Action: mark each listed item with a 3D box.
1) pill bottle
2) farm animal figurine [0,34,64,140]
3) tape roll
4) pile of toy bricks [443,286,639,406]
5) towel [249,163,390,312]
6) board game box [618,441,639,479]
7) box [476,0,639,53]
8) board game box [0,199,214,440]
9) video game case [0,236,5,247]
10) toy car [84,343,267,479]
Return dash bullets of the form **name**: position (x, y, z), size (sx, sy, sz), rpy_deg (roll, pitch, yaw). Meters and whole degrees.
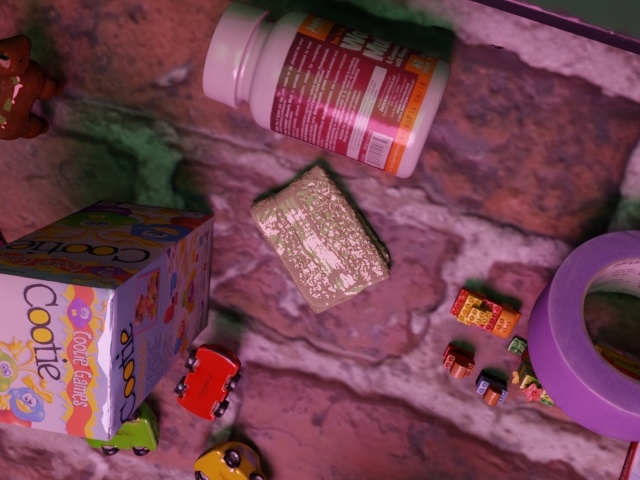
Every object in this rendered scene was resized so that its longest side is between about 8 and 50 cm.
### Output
- **pill bottle**: position (0.005, -0.152, 0.776), size (0.221, 0.121, 0.121), rpy_deg (21, 107, 4)
- **farm animal figurine**: position (-0.452, -0.203, 0.795), size (0.327, 0.172, 0.330), rpy_deg (-38, 92, 10)
- **tape roll**: position (0.301, 0.090, 0.755), size (0.189, 0.080, 0.188), rpy_deg (0, 63, 0)
- **pile of toy bricks**: position (0.228, 0.139, 0.821), size (0.212, 0.105, 0.118), rpy_deg (23, 107, 3)
- **towel**: position (0.000, 0.000, 0.865), size (0.110, 0.027, 0.148), rpy_deg (-31, 97, 15)
- **board game box**: position (0.408, 0.267, 0.865), size (0.145, 0.027, 0.281), rpy_deg (13, 106, 8)
- **box**: position (0.311, -0.311, 0.651), size (0.344, 0.179, 0.312), rpy_deg (20, 106, 4)
- **board game box**: position (-0.218, 0.062, 0.789), size (0.142, 0.275, 0.144), rpy_deg (8, 105, 8)
- **video game case**: position (-0.451, 0.086, 0.958), size (0.210, 0.042, 0.232), rpy_deg (-23, 100, 15)
- **toy car**: position (-0.175, 0.215, 0.931), size (0.225, 0.053, 0.238), rpy_deg (-2, 115, 17)
